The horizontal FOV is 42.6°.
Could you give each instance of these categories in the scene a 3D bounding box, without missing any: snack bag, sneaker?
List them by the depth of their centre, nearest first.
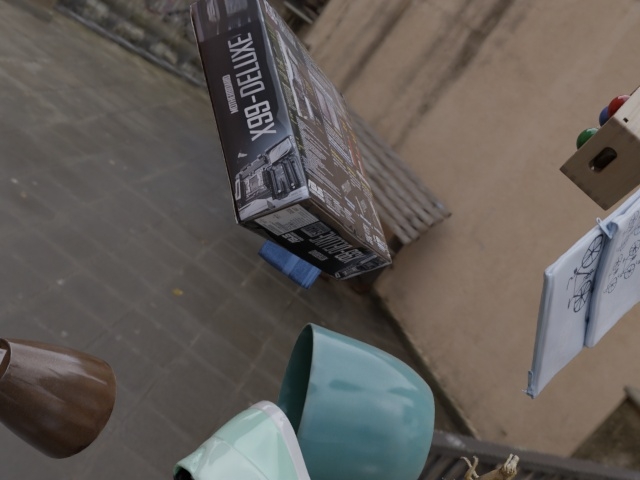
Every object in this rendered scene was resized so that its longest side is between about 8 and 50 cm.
[{"bbox_3d":[-0.065,0.314,0.849,0.151,0.094,0.255,-25,91,-39],"label":"sneaker"},{"bbox_3d":[0.479,0.083,1.422,0.343,0.323,0.037,-33,48,-28],"label":"snack bag"}]

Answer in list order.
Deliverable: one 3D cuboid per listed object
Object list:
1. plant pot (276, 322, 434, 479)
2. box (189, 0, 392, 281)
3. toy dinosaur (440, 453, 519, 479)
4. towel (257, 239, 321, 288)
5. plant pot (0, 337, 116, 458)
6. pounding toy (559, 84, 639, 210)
[{"bbox_3d":[0.056,0.313,1.416,0.235,0.293,0.293,15,19,-9],"label":"plant pot"},{"bbox_3d":[-0.022,-0.103,0.909,0.307,0.077,0.242,33,40,-67],"label":"box"},{"bbox_3d":[0.203,0.358,1.110,0.053,0.183,0.093,-2,28,-46],"label":"toy dinosaur"},{"bbox_3d":[-0.054,0.035,1.545,0.119,0.067,0.029,36,-6,1],"label":"towel"},{"bbox_3d":[-0.548,0.278,1.568,0.215,0.215,0.230,51,2,41],"label":"plant pot"},{"bbox_3d":[0.420,-0.166,1.022,0.094,0.206,0.181,44,-28,7],"label":"pounding toy"}]
